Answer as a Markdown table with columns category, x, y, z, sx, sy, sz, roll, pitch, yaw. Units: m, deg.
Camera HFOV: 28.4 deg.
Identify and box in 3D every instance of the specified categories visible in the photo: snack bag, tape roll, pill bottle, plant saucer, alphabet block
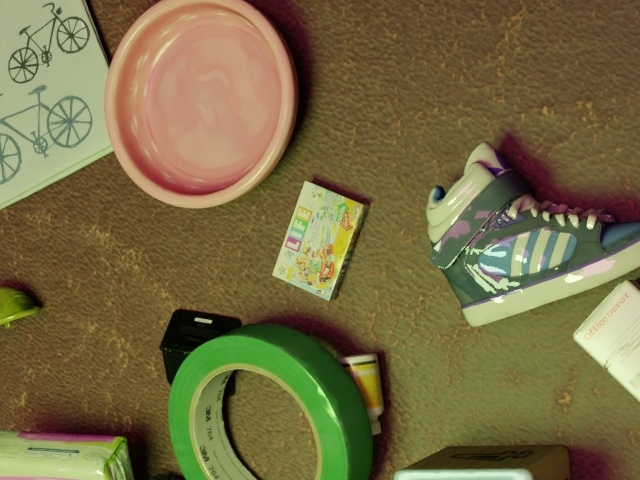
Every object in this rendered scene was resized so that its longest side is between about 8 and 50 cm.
| category | x | y | z | sx | sy | sz | roll | pitch | yaw |
| --- | --- | --- | --- | --- | --- | --- | --- | --- | --- |
| snack bag | -0.488 | -0.261 | 2.115 | 0.323 | 0.037 | 0.342 | -26 | 80 | 22 |
| tape roll | -0.077 | 0.284 | 1.860 | 0.321 | 0.077 | 0.321 | 9 | 107 | 31 |
| pill bottle | 0.058 | 0.225 | 1.845 | 0.065 | 0.065 | 0.116 | -9 | 86 | 25 |
| plant saucer | -0.175 | -0.214 | 1.942 | 0.332 | 0.084 | 0.332 | 0 | 90 | 26 |
| alphabet block | 0.225 | 0.383 | 1.696 | 0.193 | 0.197 | 0.192 | -3 | 88 | 25 |

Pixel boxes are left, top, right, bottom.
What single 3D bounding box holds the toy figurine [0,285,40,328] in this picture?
| category | x | y | z | sx | sy | sz | roll | pitch | yaw |
| --- | --- | --- | --- | --- | --- | --- | --- | --- | --- |
| toy figurine | -0.670 | 0.077 | 2.127 | 0.362 | 0.191 | 0.217 | -20 | 77 | 23 |

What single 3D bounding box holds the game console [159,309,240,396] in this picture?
| category | x | y | z | sx | sy | sz | roll | pitch | yaw |
| --- | --- | --- | --- | --- | --- | --- | --- | --- | --- |
| game console | -0.184 | 0.176 | 1.989 | 0.122 | 0.071 | 0.107 | 7 | 63 | 24 |

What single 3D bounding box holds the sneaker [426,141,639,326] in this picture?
| category | x | y | z | sx | sy | sz | roll | pitch | yaw |
| --- | --- | --- | --- | --- | --- | --- | --- | --- | --- |
| sneaker | 0.291 | -0.038 | 1.697 | 0.323 | 0.130 | 0.236 | -23 | 85 | 29 |

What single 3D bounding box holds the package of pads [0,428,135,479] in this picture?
| category | x | y | z | sx | sy | sz | roll | pitch | yaw |
| --- | --- | --- | --- | --- | --- | --- | --- | --- | --- |
| package of pads | -0.389 | 0.440 | 1.972 | 0.229 | 0.101 | 0.296 | 1 | 116 | 15 |

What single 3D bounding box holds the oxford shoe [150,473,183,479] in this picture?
| category | x | y | z | sx | sy | sz | roll | pitch | yaw |
| --- | --- | --- | --- | --- | --- | --- | --- | --- | --- |
| oxford shoe | -0.183 | 0.463 | 1.963 | 0.227 | 0.083 | 0.096 | 35 | 120 | 24 |

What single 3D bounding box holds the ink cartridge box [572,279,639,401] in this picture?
| category | x | y | z | sx | sy | sz | roll | pitch | yaw |
| --- | --- | --- | --- | --- | --- | --- | --- | --- | --- |
| ink cartridge box | 0.428 | 0.139 | 1.672 | 0.150 | 0.063 | 0.109 | 45 | 108 | 19 |

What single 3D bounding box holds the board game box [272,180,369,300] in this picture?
| category | x | y | z | sx | sy | sz | roll | pitch | yaw |
| --- | --- | --- | --- | --- | --- | --- | --- | --- | --- |
| board game box | 0.000 | 0.000 | 1.892 | 0.103 | 0.026 | 0.154 | 23 | 100 | 24 |
